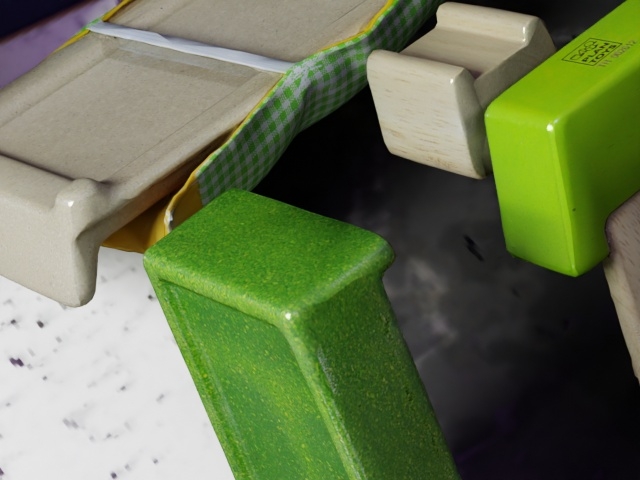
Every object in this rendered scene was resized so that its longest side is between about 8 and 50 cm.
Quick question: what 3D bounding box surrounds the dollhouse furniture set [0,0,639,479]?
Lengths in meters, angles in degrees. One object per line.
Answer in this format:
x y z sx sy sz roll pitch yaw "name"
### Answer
0.000 0.000 0.715 0.197 0.151 0.301 -37 32 -24 "dollhouse furniture set"
